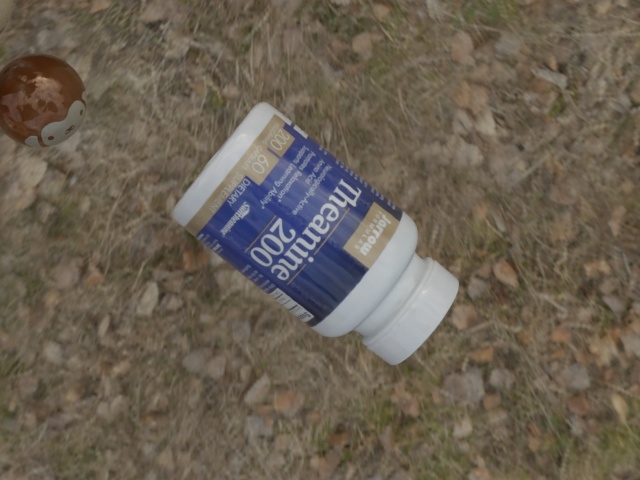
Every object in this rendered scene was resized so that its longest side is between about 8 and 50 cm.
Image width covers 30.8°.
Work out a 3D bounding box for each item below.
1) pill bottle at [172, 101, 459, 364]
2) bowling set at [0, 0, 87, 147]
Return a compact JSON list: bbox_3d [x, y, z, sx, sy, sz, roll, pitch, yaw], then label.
[{"bbox_3d":[0.000,0.000,0.514,0.120,0.067,0.067,38,103,-7],"label":"pill bottle"},{"bbox_3d":[-0.162,-0.155,0.608,0.200,0.154,0.287,50,59,-19],"label":"bowling set"}]
